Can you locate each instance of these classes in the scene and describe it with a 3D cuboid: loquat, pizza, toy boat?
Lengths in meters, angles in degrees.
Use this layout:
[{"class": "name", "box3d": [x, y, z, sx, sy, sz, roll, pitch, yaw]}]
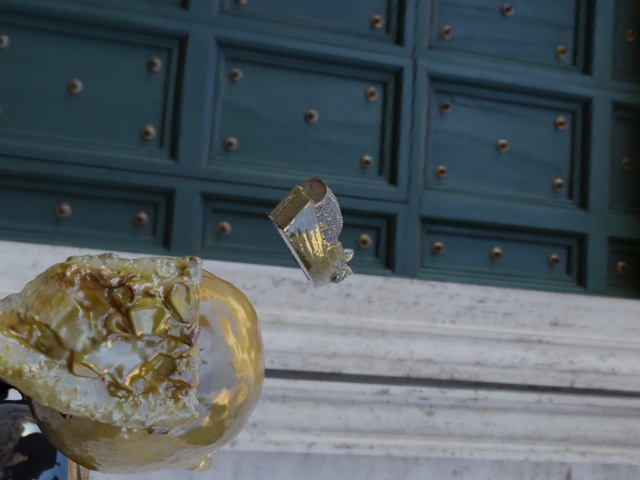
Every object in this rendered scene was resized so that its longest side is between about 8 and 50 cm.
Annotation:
[{"class": "loquat", "box3d": [-0.164, 0.118, 0.814, 0.238, 0.238, 0.193, 127, -44, -62]}, {"class": "pizza", "box3d": [-0.144, 0.073, 0.644, 0.161, 0.182, 0.062, -47, -153, 5]}, {"class": "toy boat", "box3d": [0.000, 0.000, 0.666, 0.047, 0.049, 0.149, 50, -6, 26]}]

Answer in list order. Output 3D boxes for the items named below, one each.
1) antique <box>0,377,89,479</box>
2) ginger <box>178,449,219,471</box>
[{"class": "antique", "box3d": [-0.384, 0.300, 0.942, 0.185, 0.255, 0.322, 98, 6, -79]}, {"class": "ginger", "box3d": [-0.216, 0.260, 1.282, 0.348, 0.122, 0.363, 44, -12, 47]}]
